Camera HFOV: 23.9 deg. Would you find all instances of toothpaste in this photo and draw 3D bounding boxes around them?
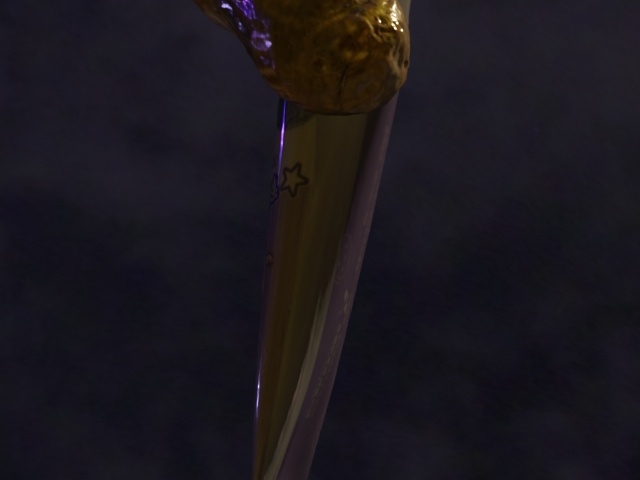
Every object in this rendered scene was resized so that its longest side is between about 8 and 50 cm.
[{"bbox_3d":[0.000,0.000,0.969,0.080,0.125,0.371,6,-95,13],"label":"toothpaste"}]

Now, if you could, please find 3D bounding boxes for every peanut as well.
[{"bbox_3d":[-0.016,-0.136,0.875,0.087,0.087,0.207,-50,-135,8],"label":"peanut"}]
